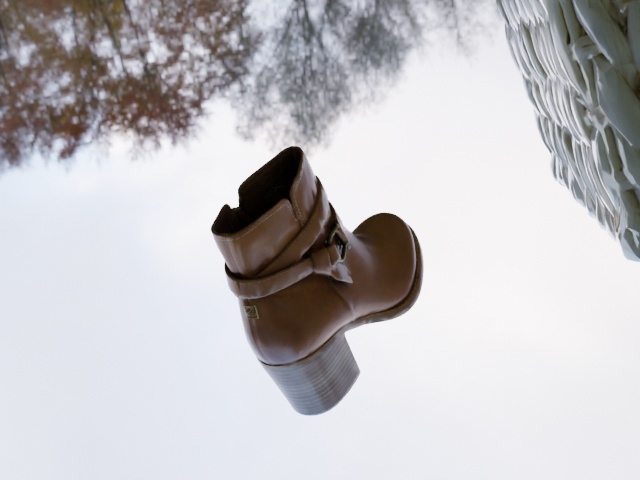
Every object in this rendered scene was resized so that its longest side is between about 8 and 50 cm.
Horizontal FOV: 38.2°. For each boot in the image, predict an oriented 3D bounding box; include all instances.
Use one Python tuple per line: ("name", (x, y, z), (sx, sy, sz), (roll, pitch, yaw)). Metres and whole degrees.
("boot", (0.000, 0.000, 0.901), (0.109, 0.220, 0.283), (2, -142, 36))

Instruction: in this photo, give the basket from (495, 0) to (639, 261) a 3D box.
("basket", (0.225, -0.200, 0.507), (0.267, 0.331, 0.328), (-18, -171, 10))
